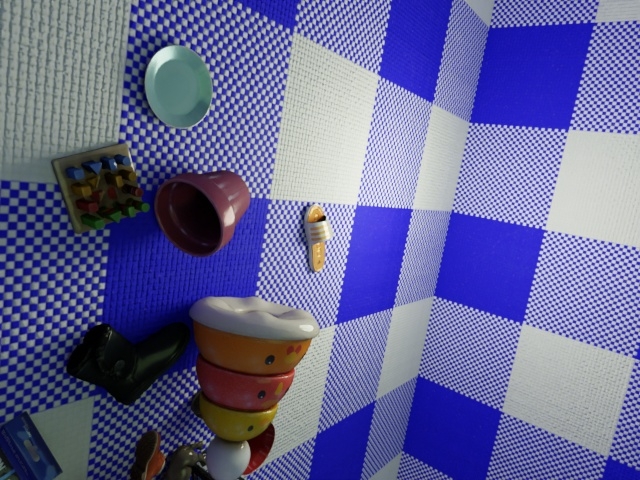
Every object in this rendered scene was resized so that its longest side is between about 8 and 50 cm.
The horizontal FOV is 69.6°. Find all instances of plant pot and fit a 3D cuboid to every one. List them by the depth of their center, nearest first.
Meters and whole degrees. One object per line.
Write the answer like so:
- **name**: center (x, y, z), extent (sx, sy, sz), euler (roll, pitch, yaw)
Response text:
- **plant pot**: center (-0.275, -0.087, 1.143), extent (0.180, 0.201, 0.201), euler (-49, 140, -54)

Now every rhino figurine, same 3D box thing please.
- **rhino figurine**: center (-0.420, 0.704, 1.328), extent (0.106, 0.073, 0.243), euler (40, 72, -55)

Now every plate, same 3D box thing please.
- **plate**: center (-0.335, -0.360, 1.085), extent (0.188, 0.024, 0.188), euler (-25, 122, -47)

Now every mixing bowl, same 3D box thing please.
- **mixing bowl**: center (-0.247, 0.662, 1.519), extent (0.181, 0.098, 0.182), euler (-23, 120, -48)

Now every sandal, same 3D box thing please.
- **sandal**: center (0.007, -0.004, 1.629), extent (0.102, 0.076, 0.265), euler (-33, 128, -43)

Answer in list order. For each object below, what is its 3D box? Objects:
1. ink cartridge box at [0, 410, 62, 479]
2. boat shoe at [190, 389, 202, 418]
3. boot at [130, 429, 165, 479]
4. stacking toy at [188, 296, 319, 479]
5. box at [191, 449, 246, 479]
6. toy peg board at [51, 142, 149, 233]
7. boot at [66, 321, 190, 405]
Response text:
- **ink cartridge box**: center (-0.677, 0.491, 0.860), extent (0.332, 0.065, 0.165), euler (-34, 100, -43)
- **boat shoe**: center (-0.258, 0.466, 1.421), extent (0.307, 0.110, 0.105), euler (-26, 122, -46)
- **boot**: center (-0.456, 0.581, 1.252), extent (0.084, 0.059, 0.158), euler (6, 106, -57)
- **stacking toy**: center (-0.206, 0.404, 1.236), extent (0.350, 0.350, 0.480), euler (9, 90, -54)
- **box**: center (-0.266, 0.830, 1.392), extent (0.073, 0.293, 0.296), euler (-23, 120, -45)
- **toy peg board**: center (-0.450, -0.108, 0.979), extent (0.161, 0.079, 0.161), euler (-31, 127, -44)
- **boot**: center (-0.449, 0.256, 1.101), extent (0.246, 0.094, 0.207), euler (-49, 141, -22)
